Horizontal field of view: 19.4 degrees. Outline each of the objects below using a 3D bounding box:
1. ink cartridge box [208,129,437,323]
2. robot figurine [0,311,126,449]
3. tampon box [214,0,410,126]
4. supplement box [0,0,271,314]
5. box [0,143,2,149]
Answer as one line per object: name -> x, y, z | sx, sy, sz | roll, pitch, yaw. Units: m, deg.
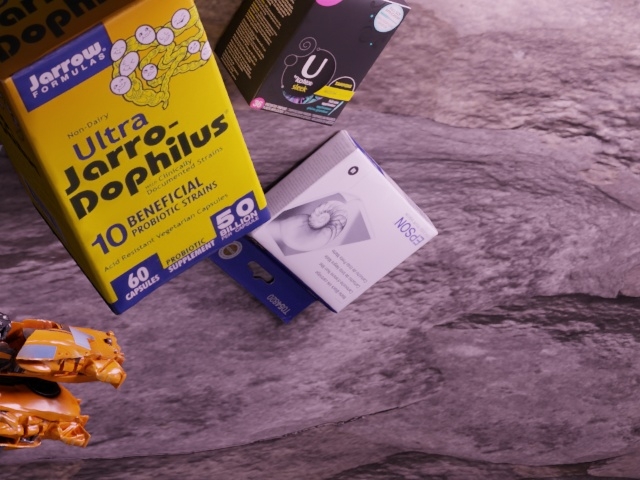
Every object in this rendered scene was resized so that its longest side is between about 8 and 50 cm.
ink cartridge box -> 0.000, 0.000, 2.221 | 0.224, 0.045, 0.223 | -38, 140, 8
robot figurine -> -0.375, 0.159, 2.112 | 0.291, 0.085, 0.211 | 7, 126, -37
tampon box -> -0.010, -0.219, 1.943 | 0.120, 0.101, 0.161 | 10, 125, -40
supplement box -> -0.210, -0.134, 1.813 | 0.194, 0.195, 0.356 | -33, 141, -11
box -> -0.398, -0.039, 1.897 | 0.109, 0.042, 0.178 | -13, 144, -40
